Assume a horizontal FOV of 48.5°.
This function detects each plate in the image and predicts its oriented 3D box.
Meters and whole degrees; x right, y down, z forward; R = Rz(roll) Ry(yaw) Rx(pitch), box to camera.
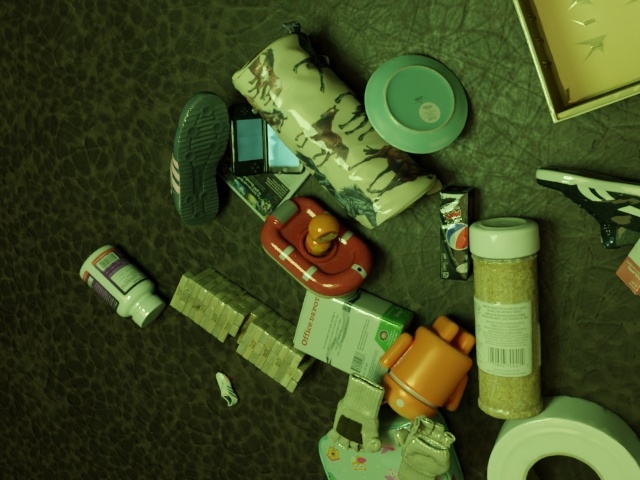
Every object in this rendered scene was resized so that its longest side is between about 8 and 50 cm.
[{"bbox_3d":[0.171,-0.245,1.248,0.188,0.024,0.188,2,76,-8],"label":"plate"}]

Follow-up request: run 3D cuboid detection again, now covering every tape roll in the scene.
[{"bbox_3d":[0.461,0.441,1.332,0.286,0.100,0.286,7,107,22],"label":"tape roll"}]

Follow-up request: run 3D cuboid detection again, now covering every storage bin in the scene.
[{"bbox_3d":[0.455,-0.355,1.098,0.260,0.123,0.262,-18,96,28],"label":"storage bin"}]

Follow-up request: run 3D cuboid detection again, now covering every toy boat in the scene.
[{"bbox_3d":[0.000,0.000,1.374,0.231,0.151,0.151,40,154,9],"label":"toy boat"}]

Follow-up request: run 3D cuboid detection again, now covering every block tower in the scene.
[{"bbox_3d":[-0.161,0.185,1.554,0.335,0.097,0.091,33,115,11],"label":"block tower"}]

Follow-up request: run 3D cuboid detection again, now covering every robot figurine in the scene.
[{"bbox_3d":[0.205,0.253,1.360,0.128,0.158,0.219,37,92,38],"label":"robot figurine"}]

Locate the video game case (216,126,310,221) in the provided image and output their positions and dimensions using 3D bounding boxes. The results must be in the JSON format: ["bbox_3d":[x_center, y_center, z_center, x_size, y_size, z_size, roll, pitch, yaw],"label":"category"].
[{"bbox_3d":[-0.124,-0.159,1.479,0.190,0.022,0.173,45,117,7],"label":"video game case"}]

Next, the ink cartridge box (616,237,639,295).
[{"bbox_3d":[0.587,0.005,1.141,0.115,0.067,0.198,16,116,-18],"label":"ink cartridge box"}]

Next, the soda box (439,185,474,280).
[{"bbox_3d":[0.254,-0.014,1.322,0.053,0.060,0.169,3,105,23],"label":"soda box"}]

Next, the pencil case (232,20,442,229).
[{"bbox_3d":[0.035,-0.201,1.307,0.410,0.183,0.160,48,160,2],"label":"pencil case"}]

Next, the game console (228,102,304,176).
[{"bbox_3d":[-0.106,-0.198,1.401,0.085,0.124,0.144,14,110,47],"label":"game console"}]

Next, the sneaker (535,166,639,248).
[{"bbox_3d":[0.465,-0.050,1.202,0.216,0.079,0.121,13,108,20],"label":"sneaker"}]

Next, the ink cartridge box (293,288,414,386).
[{"bbox_3d":[0.065,0.182,1.449,0.208,0.087,0.153,23,114,17],"label":"ink cartridge box"}]

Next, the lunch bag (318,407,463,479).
[{"bbox_3d":[0.145,0.469,1.482,0.279,0.108,0.224,-18,97,28],"label":"lunch bag"}]

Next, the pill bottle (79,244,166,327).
[{"bbox_3d":[-0.457,0.110,1.659,0.193,0.108,0.108,42,117,9],"label":"pill bottle"}]

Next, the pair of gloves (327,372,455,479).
[{"bbox_3d":[0.131,0.375,1.343,0.240,0.042,0.204,30,134,15],"label":"pair of gloves"}]

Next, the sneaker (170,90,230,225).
[{"bbox_3d":[-0.262,-0.182,1.441,0.131,0.112,0.319,57,144,37],"label":"sneaker"}]

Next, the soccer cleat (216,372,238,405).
[{"bbox_3d":[-0.221,0.347,1.657,0.029,0.035,0.083,-28,92,29],"label":"soccer cleat"}]

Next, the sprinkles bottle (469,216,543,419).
[{"bbox_3d":[0.338,0.140,1.291,0.121,0.121,0.356,1,105,25],"label":"sprinkles bottle"}]
